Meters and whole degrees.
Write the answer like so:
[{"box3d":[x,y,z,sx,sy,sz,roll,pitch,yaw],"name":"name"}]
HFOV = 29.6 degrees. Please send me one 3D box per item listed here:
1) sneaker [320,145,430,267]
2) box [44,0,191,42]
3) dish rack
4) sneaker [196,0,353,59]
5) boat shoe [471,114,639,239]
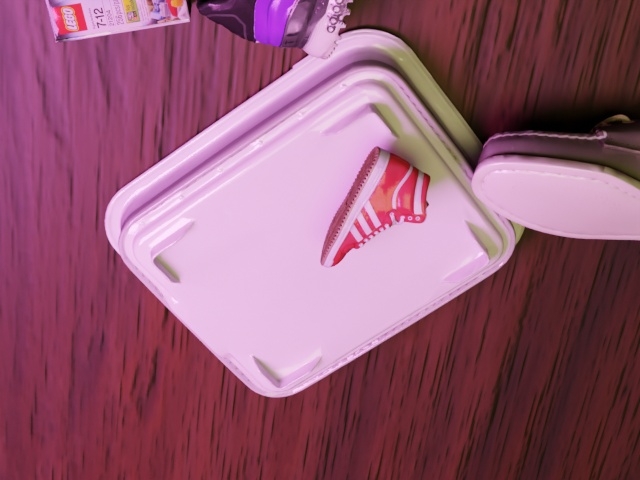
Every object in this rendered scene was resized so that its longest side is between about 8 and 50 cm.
[{"box3d":[0.049,-0.017,1.031,0.067,0.042,0.118,23,116,-14],"name":"sneaker"},{"box3d":[-0.175,-0.262,0.940,0.114,0.036,0.207,-10,123,1],"name":"box"},{"box3d":[0.000,0.000,1.105,0.333,0.072,0.285,-33,120,16],"name":"dish rack"},{"box3d":[-0.029,-0.279,0.905,0.146,0.102,0.293,9,121,-10],"name":"sneaker"},{"box3d":[0.280,-0.057,1.085,0.305,0.091,0.109,9,153,-10],"name":"boat shoe"}]
